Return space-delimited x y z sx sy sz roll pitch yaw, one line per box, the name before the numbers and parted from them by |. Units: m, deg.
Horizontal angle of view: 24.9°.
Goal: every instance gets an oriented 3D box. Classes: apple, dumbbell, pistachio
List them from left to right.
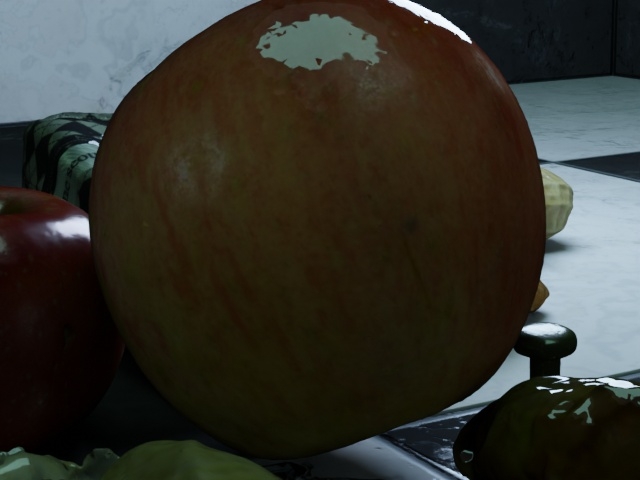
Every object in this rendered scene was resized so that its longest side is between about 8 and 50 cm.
apple | -0.287 0.070 1.215 0.260 0.216 0.260 1 12 0
apple | 0.000 0.000 1.134 0.364 0.364 0.364 -1 13 0
dumbbell | 0.179 0.125 1.162 0.052 0.118 0.046 13 24 42
pistachio | 0.191 0.152 1.025 0.210 0.130 0.165 4 30 33

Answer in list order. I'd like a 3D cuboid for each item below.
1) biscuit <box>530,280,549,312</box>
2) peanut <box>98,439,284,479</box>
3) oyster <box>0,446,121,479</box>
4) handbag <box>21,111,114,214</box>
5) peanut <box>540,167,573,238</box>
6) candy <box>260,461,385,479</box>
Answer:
biscuit | 0.127 -0.004 1.541 0.334 0.047 0.202 26 13 -41
peanut | -0.026 0.202 0.805 0.147 0.147 0.305 -10 17 -35
oyster | -0.240 0.189 0.936 0.341 0.110 0.166 -8 20 -41
handbag | -0.103 0.000 1.536 0.317 0.180 0.416 -5 27 -30
peanut | 0.223 -0.041 1.916 0.197 0.110 0.233 6 13 29
candy | 0.034 0.194 1.035 0.226 0.051 0.094 8 -5 33
